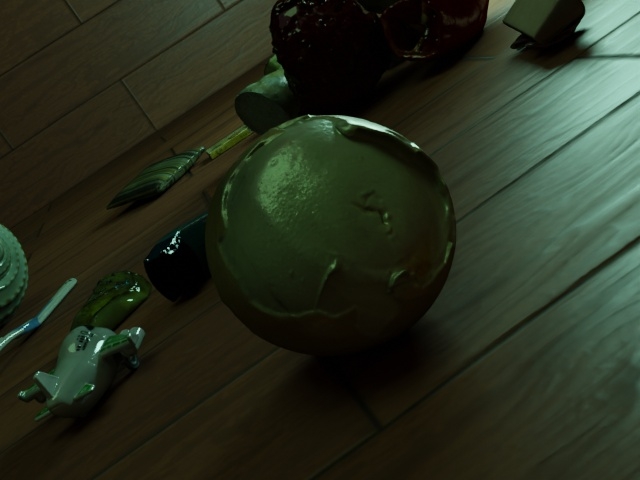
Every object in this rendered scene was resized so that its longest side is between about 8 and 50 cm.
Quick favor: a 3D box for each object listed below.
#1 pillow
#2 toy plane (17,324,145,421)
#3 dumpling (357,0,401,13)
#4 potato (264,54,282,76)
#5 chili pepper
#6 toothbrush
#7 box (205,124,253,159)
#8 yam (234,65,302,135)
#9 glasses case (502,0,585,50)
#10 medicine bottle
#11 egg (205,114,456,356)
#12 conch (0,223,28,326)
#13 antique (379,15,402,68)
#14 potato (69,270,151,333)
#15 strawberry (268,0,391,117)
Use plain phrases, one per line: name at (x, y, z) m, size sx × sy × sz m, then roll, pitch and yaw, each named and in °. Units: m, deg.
pillow at (-0.411, -0.156, 2.165) m, size 0.208 × 0.052 × 0.212 m, roll -15°, pitch 26°, yaw 39°
toy plane at (-0.288, 0.154, 1.037) m, size 0.174 × 0.080 × 0.174 m, roll -30°, pitch 15°, yaw 9°
dumpling at (0.186, -0.549, 1.620) m, size 0.316 × 0.233 × 0.395 m, roll -8°, pitch -24°, yaw -1°
potato at (0.006, -0.414, 2.015) m, size 0.272 × 0.160 × 0.111 m, roll -41°, pitch 61°, yaw -18°
chili pepper at (0.248, -0.430, 1.607) m, size 0.135 × 0.131 × 0.338 m, roll -17°, pitch 17°, yaw 43°
toothbrush at (-0.524, 0.151, 1.541) m, size 0.040 × 0.040 × 0.386 m, roll -27°, pitch 17°, yaw 18°
box at (-0.214, -0.250, 2.120) m, size 0.149 × 0.020 × 0.073 m, roll -34°, pitch 16°, yaw -6°
yam at (-0.020, -0.335, 1.848) m, size 0.330 × 0.133 × 0.133 m, roll -36°, pitch 16°, yaw -27°
glasses case at (0.330, -0.316, 1.272) m, size 0.102 × 0.070 × 0.193 m, roll -58°, pitch 13°, yaw 16°
medicine bottle at (-0.120, -0.018, 1.206) m, size 0.258 × 0.079 × 0.124 m, roll -30°, pitch 14°, yaw 8°
egg at (0.000, 0.000, 0.743) m, size 0.201 × 0.201 × 0.244 m, roll -40°, pitch 6°, yaw -21°
conch at (-0.729, 0.116, 1.727) m, size 0.319 × 0.215 × 0.303 m, roll -60°, pitch -7°, yaw 34°
antique at (0.148, -0.437, 1.872) m, size 0.088 × 0.086 × 0.183 m, roll -31°, pitch 17°, yaw 5°
potato at (-0.328, 0.099, 1.311) m, size 0.119 × 0.054 × 0.198 m, roll -20°, pitch 21°, yaw 30°
strawberry at (0.023, -0.370, 1.642) m, size 0.221 × 0.274 × 0.274 m, roll -17°, pitch 18°, yaw 3°
